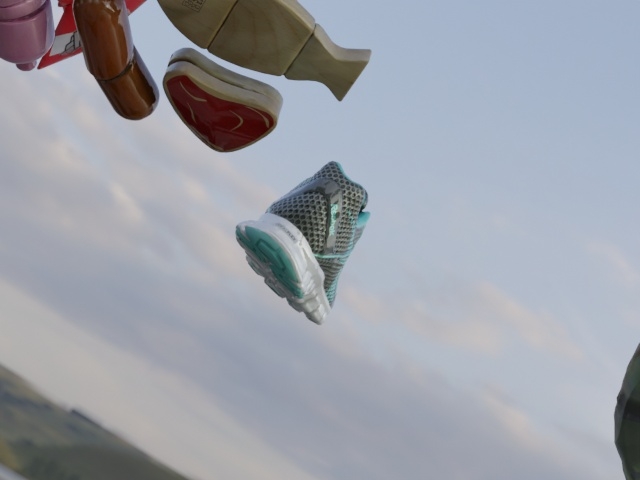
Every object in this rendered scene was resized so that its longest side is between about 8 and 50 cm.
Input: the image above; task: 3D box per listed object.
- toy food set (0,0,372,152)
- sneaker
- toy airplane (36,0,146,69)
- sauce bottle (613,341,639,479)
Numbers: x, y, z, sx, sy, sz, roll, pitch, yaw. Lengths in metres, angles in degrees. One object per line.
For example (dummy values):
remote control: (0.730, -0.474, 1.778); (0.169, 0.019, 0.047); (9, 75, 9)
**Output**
toy food set: (-0.054, -0.063, 0.432); (0.122, 0.019, 0.078); (31, -46, -20)
sneaker: (0.000, 0.000, 0.915); (0.065, 0.076, 0.166); (43, -7, 6)
toy airplane: (-0.051, -0.111, 0.655); (0.151, 0.151, 0.028); (113, -47, -77)
sauce bottle: (0.230, 0.013, 0.484); (0.111, 0.344, 0.111); (22, -60, 42)
